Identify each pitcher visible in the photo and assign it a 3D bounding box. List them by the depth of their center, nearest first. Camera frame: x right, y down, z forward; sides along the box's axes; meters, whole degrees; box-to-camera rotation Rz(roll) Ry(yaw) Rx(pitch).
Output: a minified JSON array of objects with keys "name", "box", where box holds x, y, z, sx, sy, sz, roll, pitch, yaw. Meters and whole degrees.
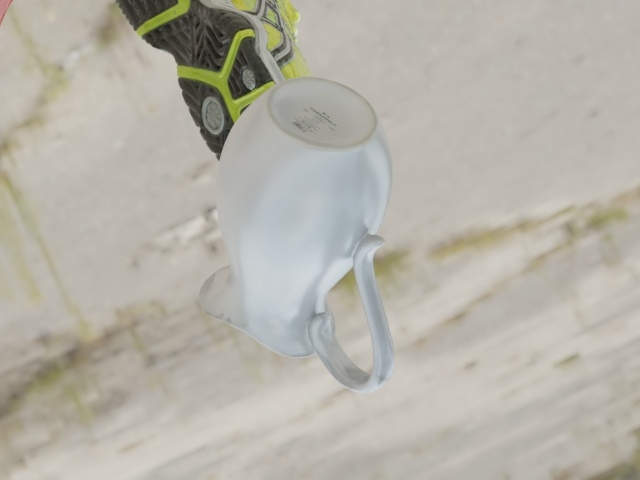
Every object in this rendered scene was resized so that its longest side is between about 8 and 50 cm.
[{"name":"pitcher","box":[0.000,0.000,1.444,0.125,0.178,0.207,-32,149,-41]}]

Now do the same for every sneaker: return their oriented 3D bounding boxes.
[{"name":"sneaker","box":[-0.069,-0.197,2.005,0.147,0.385,0.145,-9,144,-35]}]

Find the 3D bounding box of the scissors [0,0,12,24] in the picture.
[{"name":"scissors","box":[-0.213,-0.230,1.486,0.297,0.021,0.109,-58,162,-29]}]
